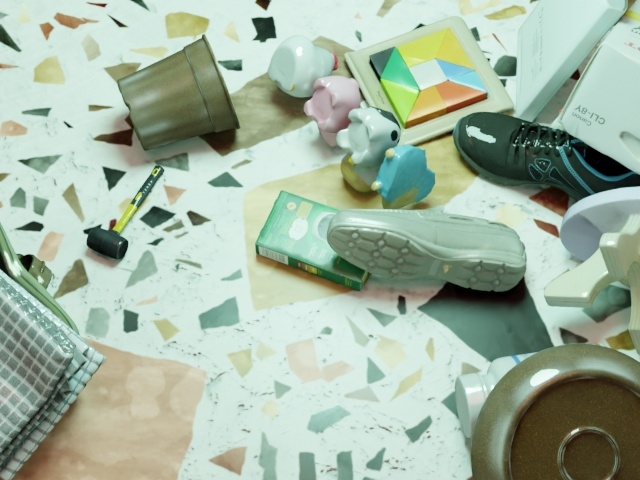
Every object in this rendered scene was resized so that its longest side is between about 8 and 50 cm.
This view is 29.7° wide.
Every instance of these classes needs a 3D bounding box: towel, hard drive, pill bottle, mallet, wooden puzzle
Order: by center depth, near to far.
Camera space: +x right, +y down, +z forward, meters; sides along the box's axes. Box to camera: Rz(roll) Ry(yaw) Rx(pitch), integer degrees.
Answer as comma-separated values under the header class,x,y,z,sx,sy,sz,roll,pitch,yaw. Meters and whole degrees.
class,x,y,z,sx,sy,sz,roll,pitch,yaw
towel,-0.479,0.166,1.668,0.283,0.121,0.235,38,84,14
pill bottle,0.312,0.223,1.739,0.221,0.124,0.124,-9,60,-5
mallet,-0.314,-0.052,1.946,0.062,0.039,0.190,15,56,10
hard drive,0.406,-0.361,1.980,0.040,0.307,0.203,14,59,-13
wooden puzzle,0.187,-0.281,2.080,0.238,0.044,0.221,-19,61,-12

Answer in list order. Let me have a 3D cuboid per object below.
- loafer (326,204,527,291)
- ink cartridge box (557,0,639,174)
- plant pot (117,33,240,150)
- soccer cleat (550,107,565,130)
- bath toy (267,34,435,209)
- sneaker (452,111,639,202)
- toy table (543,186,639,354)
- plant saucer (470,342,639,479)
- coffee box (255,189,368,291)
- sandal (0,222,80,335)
class,x,y,z,sx,sy,sz,roll,pitch,yaw
loafer,0.164,-0.001,1.868,0.319,0.112,0.111,12,46,-13
ink cartridge box,0.579,-0.245,1.906,0.279,0.160,0.384,31,38,11
plant pot,-0.237,-0.233,1.986,0.165,0.167,0.167,-22,62,-5
soccer cleat,0.481,-0.210,2.033,0.196,0.068,0.076,-21,65,-16
bath toy,0.047,-0.201,1.983,0.129,0.151,0.348,-10,51,-43
sneaker,0.381,-0.147,1.949,0.340,0.140,0.125,21,63,13
toy table,0.477,0.034,1.795,0.274,0.252,0.161,-10,41,39
plant saucer,0.363,0.298,1.657,0.310,0.050,0.311,0,87,-5
coffee box,0.000,0.000,1.913,0.184,0.040,0.113,18,62,10
sandal,-0.446,0.083,1.832,0.086,0.120,0.303,-6,46,-50
